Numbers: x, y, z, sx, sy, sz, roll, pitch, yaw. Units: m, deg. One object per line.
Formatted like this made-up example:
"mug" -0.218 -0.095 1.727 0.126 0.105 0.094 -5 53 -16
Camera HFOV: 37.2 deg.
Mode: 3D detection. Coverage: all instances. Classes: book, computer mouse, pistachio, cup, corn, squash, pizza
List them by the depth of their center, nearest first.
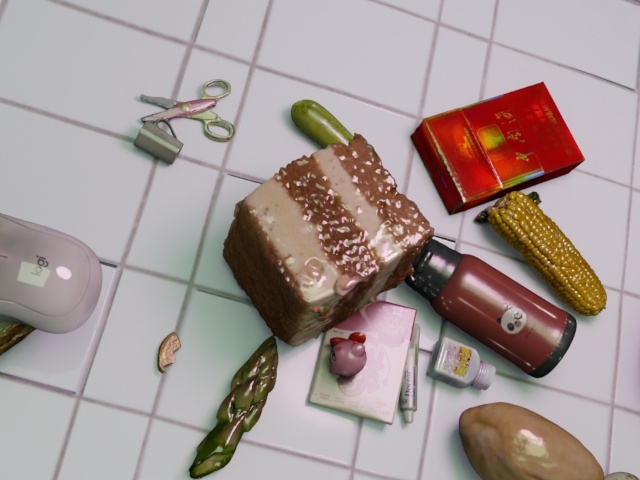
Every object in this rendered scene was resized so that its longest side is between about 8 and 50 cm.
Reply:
"computer mouse" -0.502 0.050 1.535 0.296 0.121 0.184 21 68 -9
"pizza" -0.273 0.201 1.707 0.037 0.016 0.083 18 63 -7
"pistachio" 0.383 0.396 1.738 0.293 0.181 0.162 28 102 0
"book" 0.081 0.214 1.785 0.162 0.022 0.232 15 66 0
"cup" -0.307 -0.191 1.830 0.083 0.054 0.075 30 36 -6
"squash" 0.024 -0.212 1.916 0.201 0.066 0.066 39 65 1
"corn" 0.466 0.028 1.924 0.313 0.102 0.102 45 65 -7

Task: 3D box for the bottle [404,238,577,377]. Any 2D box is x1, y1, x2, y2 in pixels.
"bottle" 0.318 0.118 1.830 0.336 0.144 0.144 34 65 -1

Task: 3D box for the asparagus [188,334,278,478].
"asparagus" -0.138 0.294 1.677 0.080 0.080 0.287 27 65 -4

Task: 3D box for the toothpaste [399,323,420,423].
"toothpaste" 0.166 0.249 1.803 0.048 0.029 0.197 5 66 -6

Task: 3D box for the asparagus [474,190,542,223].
"asparagus" 0.390 -0.067 1.982 0.165 0.030 0.036 -17 97 -22

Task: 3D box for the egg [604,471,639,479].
"egg" 0.558 0.482 1.792 0.110 0.085 0.085 -25 78 -3

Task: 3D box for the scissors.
"scissors" -0.262 -0.258 1.880 0.187 0.020 0.134 -1 74 -17

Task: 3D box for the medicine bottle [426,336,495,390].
"medicine bottle" 0.270 0.241 1.819 0.118 0.055 0.074 24 64 -6

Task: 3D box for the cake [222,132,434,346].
"cake" 0.000 0.000 1.715 0.290 0.256 0.282 -25 71 -25

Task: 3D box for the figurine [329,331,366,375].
"figurine" 0.052 0.210 1.730 0.067 0.083 0.071 29 51 -21

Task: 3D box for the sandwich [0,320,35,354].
"sandwich" -0.616 0.077 1.612 0.288 0.099 0.254 43 66 3

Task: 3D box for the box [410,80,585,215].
"box" 0.372 -0.195 1.995 0.313 0.089 0.197 -20 77 -20
